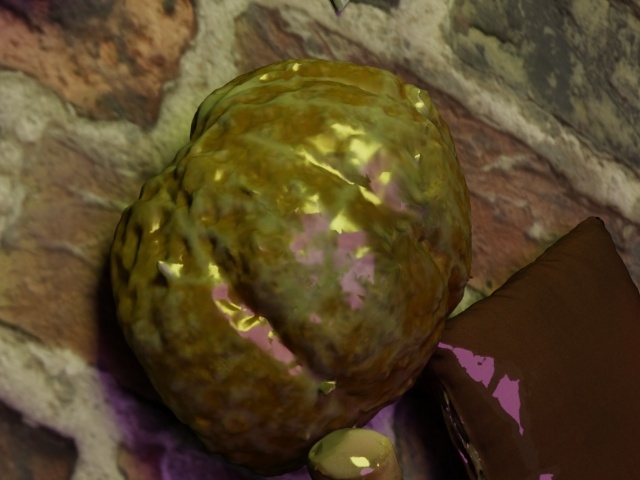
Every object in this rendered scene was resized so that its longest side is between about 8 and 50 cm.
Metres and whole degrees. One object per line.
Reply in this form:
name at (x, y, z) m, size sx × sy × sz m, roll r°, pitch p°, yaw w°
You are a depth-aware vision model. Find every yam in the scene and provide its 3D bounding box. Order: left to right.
yam at (0.076, 0.292, 1.413) m, size 0.081 × 0.081 × 0.357 m, roll -46°, pitch 127°, yaw -36°

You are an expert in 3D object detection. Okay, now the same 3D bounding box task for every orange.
orange at (0.000, 0.000, 1.415) m, size 0.271 × 0.210 × 0.369 m, roll 42°, pitch 58°, yaw -19°

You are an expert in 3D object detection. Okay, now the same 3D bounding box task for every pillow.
pillow at (0.236, 0.166, 1.614) m, size 0.305 × 0.108 × 0.308 m, roll -29°, pitch 99°, yaw -44°

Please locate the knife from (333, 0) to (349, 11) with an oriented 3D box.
knife at (-0.025, -0.375, 1.611) m, size 0.061 × 0.027 × 0.343 m, roll -20°, pitch 93°, yaw -41°
